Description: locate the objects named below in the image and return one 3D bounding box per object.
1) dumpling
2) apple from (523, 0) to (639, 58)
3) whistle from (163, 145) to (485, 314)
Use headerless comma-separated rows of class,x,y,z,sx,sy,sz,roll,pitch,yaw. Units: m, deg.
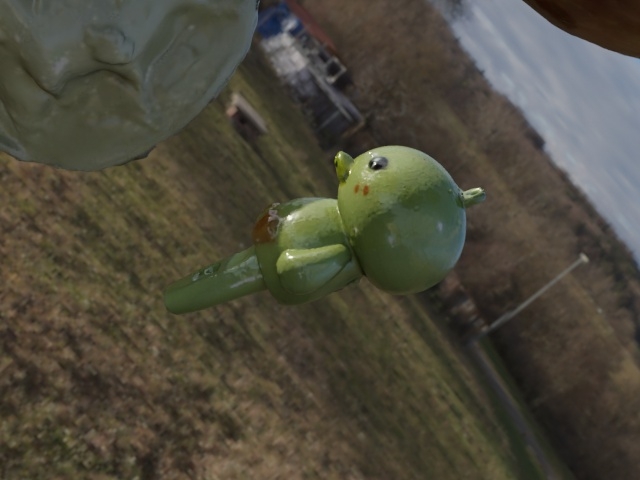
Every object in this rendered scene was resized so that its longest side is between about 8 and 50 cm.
dumpling,-0.239,-0.229,0.992,0.233,0.395,0.315,-117,-167,-74
apple,0.240,-0.217,0.516,0.250,0.309,0.277,45,29,-8
whistle,0.000,-0.010,0.879,0.141,0.294,0.141,-7,90,-87
